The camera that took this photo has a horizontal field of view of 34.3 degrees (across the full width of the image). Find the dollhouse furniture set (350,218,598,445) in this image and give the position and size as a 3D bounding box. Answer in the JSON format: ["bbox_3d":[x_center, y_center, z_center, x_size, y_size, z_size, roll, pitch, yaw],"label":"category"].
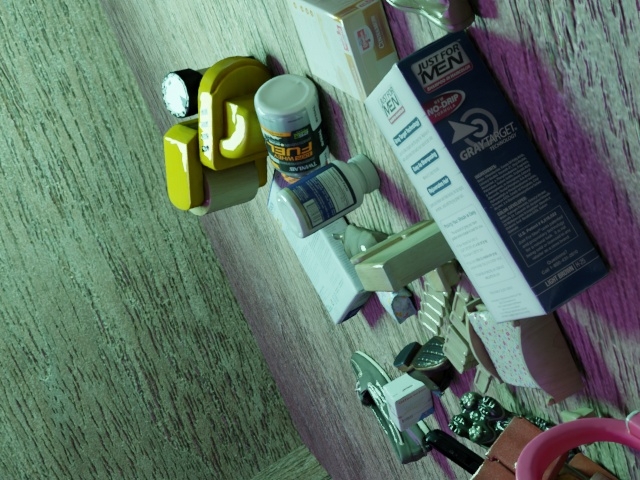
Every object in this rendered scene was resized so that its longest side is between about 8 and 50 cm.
[{"bbox_3d":[0.209,0.156,1.556,0.356,0.173,0.303,65,163,-6],"label":"dollhouse furniture set"}]

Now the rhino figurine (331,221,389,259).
[{"bbox_3d":[0.086,0.018,1.974,0.106,0.073,0.243,60,168,-17],"label":"rhino figurine"}]

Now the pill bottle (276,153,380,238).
[{"bbox_3d":[0.016,-0.082,1.806,0.094,0.169,0.094,54,164,23],"label":"pill bottle"}]

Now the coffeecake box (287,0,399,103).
[{"bbox_3d":[0.035,-0.293,1.514,0.185,0.068,0.142,41,157,53],"label":"coffeecake box"}]

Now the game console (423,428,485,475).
[{"bbox_3d":[0.329,0.433,1.752,0.361,0.044,0.213,34,171,13],"label":"game console"}]

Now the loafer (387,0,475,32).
[{"bbox_3d":[0.125,-0.296,1.228,0.148,0.056,0.050,36,153,37],"label":"loafer"}]

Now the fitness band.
[{"bbox_3d":[0.371,0.313,1.280,0.291,0.209,0.054,39,154,57],"label":"fitness band"}]

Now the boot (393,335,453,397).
[{"bbox_3d":[0.229,0.245,1.987,0.106,0.082,0.219,40,165,-10],"label":"boot"}]

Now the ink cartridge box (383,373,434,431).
[{"bbox_3d":[0.191,0.343,2.236,0.052,0.088,0.122,52,164,39],"label":"ink cartridge box"}]

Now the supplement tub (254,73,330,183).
[{"bbox_3d":[-0.047,-0.199,1.900,0.117,0.117,0.190,48,163,40],"label":"supplement tub"}]

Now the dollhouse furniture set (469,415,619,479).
[{"bbox_3d":[0.389,0.411,1.408,0.201,0.152,0.374,34,180,-37],"label":"dollhouse furniture set"}]

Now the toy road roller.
[{"bbox_3d":[-0.166,-0.199,2.052,0.240,0.202,0.330,25,124,42],"label":"toy road roller"}]

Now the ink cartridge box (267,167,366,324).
[{"bbox_3d":[0.000,0.000,2.253,0.330,0.071,0.324,61,167,10],"label":"ink cartridge box"}]

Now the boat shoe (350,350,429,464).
[{"bbox_3d":[0.146,0.396,2.489,0.335,0.095,0.112,48,162,39],"label":"boat shoe"}]

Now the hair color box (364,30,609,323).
[{"bbox_3d":[0.201,-0.073,1.302,0.347,0.105,0.174,59,166,1],"label":"hair color box"}]

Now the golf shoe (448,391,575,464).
[{"bbox_3d":[0.343,0.340,1.731,0.120,0.105,0.273,32,180,-40],"label":"golf shoe"}]

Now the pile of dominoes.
[{"bbox_3d":[0.247,0.128,1.752,0.196,0.040,0.251,52,156,29],"label":"pile of dominoes"}]

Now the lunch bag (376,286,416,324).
[{"bbox_3d":[0.143,0.108,2.001,0.071,0.053,0.083,48,172,46],"label":"lunch bag"}]
